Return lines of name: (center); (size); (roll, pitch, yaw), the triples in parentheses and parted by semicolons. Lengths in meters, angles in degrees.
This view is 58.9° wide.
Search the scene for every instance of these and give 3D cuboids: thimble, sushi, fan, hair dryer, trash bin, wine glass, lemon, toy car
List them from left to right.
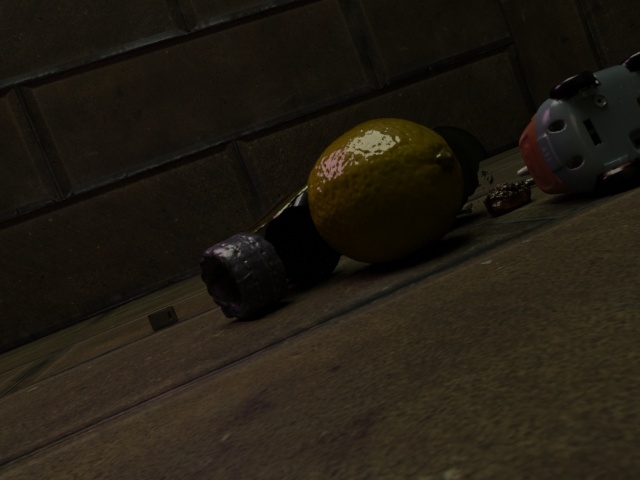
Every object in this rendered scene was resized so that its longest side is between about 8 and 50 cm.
trash bin: (-0.386, 0.189, 1.399); (0.061, 0.043, 0.092); (-22, 0, -11)
thimble: (-0.137, 0.063, 1.008); (0.098, 0.150, 0.150); (-30, 8, -36)
fan: (-0.087, -0.071, 1.163); (0.229, 0.011, 0.335); (-40, 9, 4)
hair dryer: (-0.066, -0.042, 1.252); (0.156, 0.284, 0.320); (12, -9, -17)
lemon: (0.108, -0.082, 0.970); (0.267, 0.267, 0.267); (-21, 4, 1)
wine glass: (0.234, -0.130, 1.233); (0.190, 0.190, 0.357); (-22, 1, -4)
sushi: (0.355, -0.085, 1.076); (0.120, 0.055, 0.052); (-21, -3, -17)
toy car: (0.461, -0.174, 0.929); (0.270, 0.180, 0.212); (-23, -6, -9)

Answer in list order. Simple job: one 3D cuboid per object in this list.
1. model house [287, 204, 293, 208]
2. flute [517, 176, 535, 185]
model house: (-0.017, -0.054, 1.831); (0.211, 0.170, 0.194); (-23, 2, -31)
flute: (0.546, -0.159, 1.269); (0.233, 0.027, 0.027); (-20, 4, 11)
